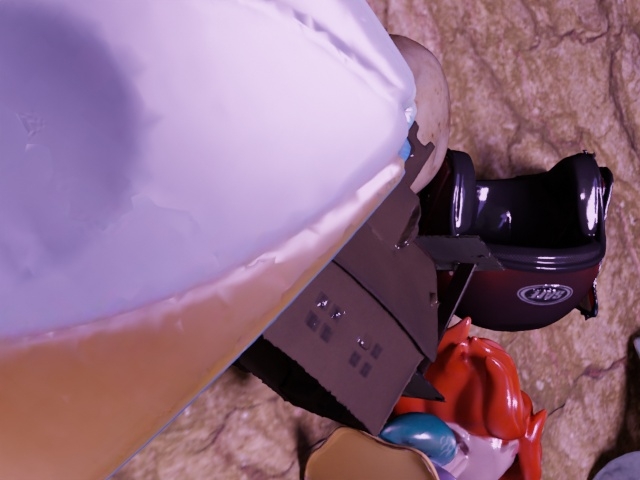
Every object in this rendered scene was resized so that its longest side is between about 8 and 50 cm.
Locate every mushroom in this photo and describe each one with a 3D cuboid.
[{"bbox_3d":[0.058,-0.115,1.085,0.166,0.127,0.166,-32,129,-51],"label":"mushroom"}]

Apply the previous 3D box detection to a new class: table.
[{"bbox_3d":[0.069,0.070,1.060,0.062,0.175,0.146,45,61,-33],"label":"table"}]

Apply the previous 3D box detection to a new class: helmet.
[{"bbox_3d":[0.193,-0.004,1.168,0.189,0.216,0.193,1,119,-18],"label":"helmet"}]

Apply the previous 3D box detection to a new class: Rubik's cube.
[{"bbox_3d":[-0.208,-0.092,0.585,0.352,0.351,0.347,-44,123,-3],"label":"Rubik's cube"}]

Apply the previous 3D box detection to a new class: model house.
[{"bbox_3d":[0.000,0.000,0.958,0.211,0.204,0.243,44,70,-36],"label":"model house"}]

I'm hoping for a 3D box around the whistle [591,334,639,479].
[{"bbox_3d":[0.473,0.316,1.468,0.168,0.188,0.405,35,66,-40],"label":"whistle"}]

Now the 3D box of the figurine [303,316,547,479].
[{"bbox_3d":[0.128,0.195,1.129,0.257,0.181,0.208,-27,80,-50],"label":"figurine"}]

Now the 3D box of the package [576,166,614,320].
[{"bbox_3d":[0.283,-0.004,1.289,0.040,0.232,0.166,3,95,-2],"label":"package"}]
